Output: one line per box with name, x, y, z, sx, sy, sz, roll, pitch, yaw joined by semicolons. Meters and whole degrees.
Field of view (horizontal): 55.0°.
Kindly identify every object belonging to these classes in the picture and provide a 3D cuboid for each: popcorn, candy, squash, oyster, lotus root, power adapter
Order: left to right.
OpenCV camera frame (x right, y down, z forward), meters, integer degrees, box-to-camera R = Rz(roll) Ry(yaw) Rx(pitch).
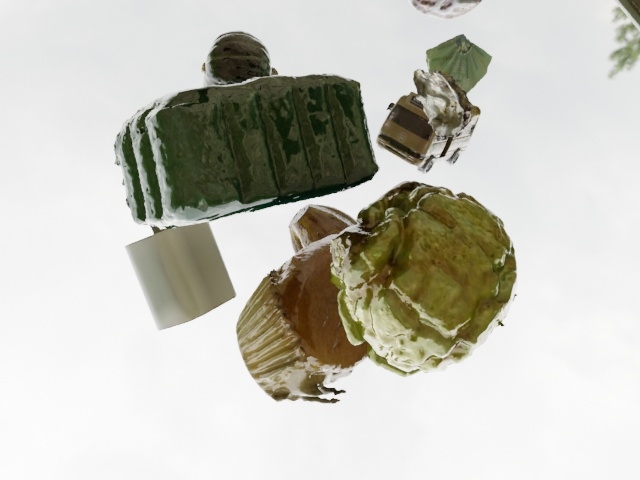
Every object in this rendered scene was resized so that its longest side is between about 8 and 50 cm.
power adapter;-0.296;0.037;1.279;0.187;0.124;0.255;-27;-82;-64
squash;-0.194;-0.389;1.457;0.172;0.218;0.218;20;-131;-3
lotus root;-0.001;0.001;1.554;0.180;0.188;0.199;44;-159;-7
popcorn;0.153;0.049;0.889;0.282;0.282;0.247;-32;-106;-39
candy;0.323;-0.712;1.638;0.289;0.214;0.157;-2;-135;-35
oyster;0.186;-0.199;0.892;0.051;0.103;0.148;-20;-139;-6

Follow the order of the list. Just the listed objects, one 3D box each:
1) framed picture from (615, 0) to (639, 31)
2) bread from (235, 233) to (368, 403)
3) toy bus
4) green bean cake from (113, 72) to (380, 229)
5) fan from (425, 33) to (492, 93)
framed picture;0.553;-0.413;0.899;0.324;0.240;0.020;32;-156;-25
bread;0.011;0.122;1.120;0.236;0.183;0.388;53;-147;-2
toy bus;0.257;-0.262;1.427;0.139;0.157;0.289;35;-151;23
green bean cake;-0.121;-0.116;0.837;0.308;0.300;0.169;-17;-83;-36
fan;0.305;-0.382;1.342;0.240;0.131;0.009;-12;-155;-40
